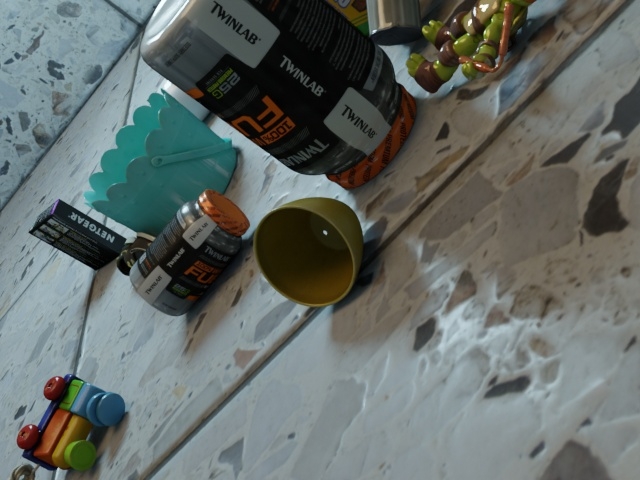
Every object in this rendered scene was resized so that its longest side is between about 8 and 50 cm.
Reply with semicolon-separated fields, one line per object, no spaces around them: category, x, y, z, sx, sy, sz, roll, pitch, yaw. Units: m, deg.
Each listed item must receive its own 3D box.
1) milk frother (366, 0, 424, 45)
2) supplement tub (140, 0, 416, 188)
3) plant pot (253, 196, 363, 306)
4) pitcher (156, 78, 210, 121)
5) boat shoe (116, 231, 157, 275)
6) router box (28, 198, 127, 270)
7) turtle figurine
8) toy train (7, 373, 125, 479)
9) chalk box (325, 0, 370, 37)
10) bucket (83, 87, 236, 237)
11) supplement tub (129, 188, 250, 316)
milk frother;0.141;-0.365;1.352;0.143;0.129;0.135;-7;85;24
supplement tub;-0.048;-0.225;1.207;0.207;0.338;0.207;-42;27;28
plant pot;0.000;0.000;1.114;0.134;0.134;0.095;-35;6;38
pitcher;-0.292;-0.364;2.046;0.125;0.177;0.207;35;88;40
boat shoe;-0.330;0.033;1.723;0.069;0.081;0.227;-64;18;-14
router box;-0.534;-0.009;2.025;0.133;0.179;0.046;-26;39;46
turtle figurine;0.205;-0.279;1.122;0.217;0.087;0.270;-29;42;58
toy train;-0.411;0.341;1.460;0.143;0.105;0.248;0;57;46
chalk box;0.087;-0.508;1.529;0.289;0.179;0.180;-50;23;8
bucket;-0.301;-0.131;1.748;0.281;0.183;0.281;-41;28;28
supplement tub;-0.205;0.018;1.457;0.190;0.117;0.117;-49;25;15
